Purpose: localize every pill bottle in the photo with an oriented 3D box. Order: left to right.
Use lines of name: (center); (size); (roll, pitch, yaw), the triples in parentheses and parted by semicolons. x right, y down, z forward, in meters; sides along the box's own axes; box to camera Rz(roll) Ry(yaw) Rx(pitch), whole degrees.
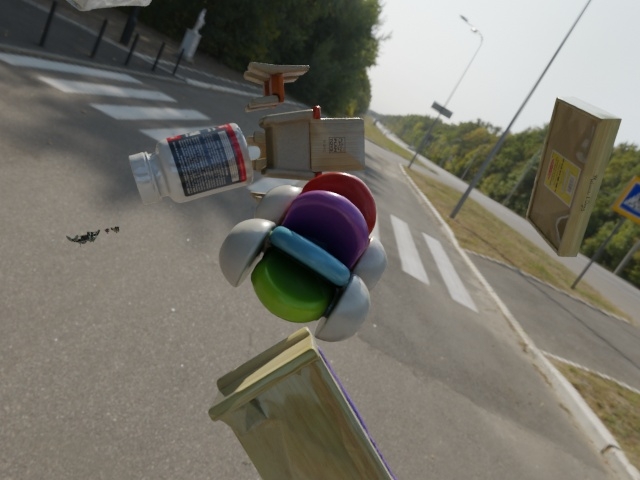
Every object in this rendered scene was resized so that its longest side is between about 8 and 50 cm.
pill bottle: (-0.212, -0.122, 0.769); (0.180, 0.108, 0.108); (-18, 33, -17)

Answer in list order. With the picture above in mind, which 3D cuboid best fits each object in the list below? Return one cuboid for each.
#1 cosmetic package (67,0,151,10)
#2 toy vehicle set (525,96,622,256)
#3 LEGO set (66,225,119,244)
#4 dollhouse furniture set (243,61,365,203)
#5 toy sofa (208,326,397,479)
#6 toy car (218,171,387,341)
cosmetic package: (-0.259, -0.534, 0.636); (0.156, 0.385, 0.217); (38, 28, -12)
toy vehicle set: (0.469, -0.123, 0.890); (0.035, 0.267, 0.166); (0, 30, 0)
LEGO set: (-0.383, -0.006, 0.792); (0.083, 0.023, 0.054); (-10, 8, -9)
dollhouse furniture set: (-0.037, -0.141, 0.731); (0.135, 0.262, 0.259); (-4, 10, -14)
toy sofa: (0.012, 0.310, 0.629); (0.362, 0.150, 0.177); (59, -3, 0)
toy car: (0.000, 0.000, 0.482); (0.159, 0.136, 0.182); (33, 38, 0)
